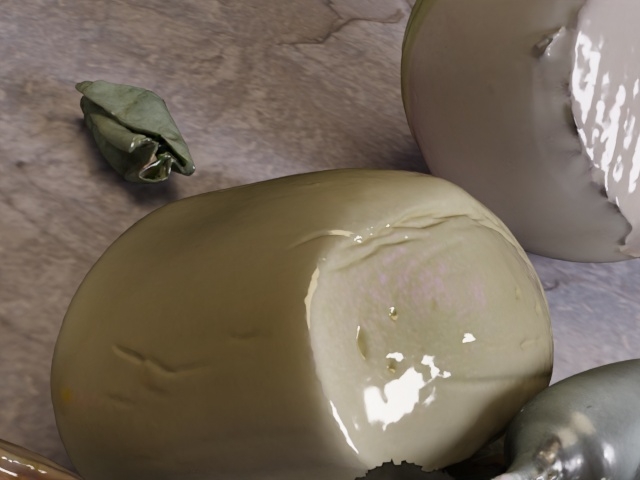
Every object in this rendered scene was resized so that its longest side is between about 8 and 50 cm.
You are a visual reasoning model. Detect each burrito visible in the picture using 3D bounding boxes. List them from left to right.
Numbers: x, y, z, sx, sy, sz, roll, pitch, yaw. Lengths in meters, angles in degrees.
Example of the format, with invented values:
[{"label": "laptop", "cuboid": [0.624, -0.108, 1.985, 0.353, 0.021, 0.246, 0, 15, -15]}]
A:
[{"label": "burrito", "cuboid": [-0.133, -0.074, 0.948, 0.074, 0.044, 0.118, 10, 29, -27]}]

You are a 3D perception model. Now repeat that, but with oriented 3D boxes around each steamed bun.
[{"label": "steamed bun", "cuboid": [0.002, 0.041, 0.672, 0.200, 0.154, 0.250, -11, 4, 34]}, {"label": "steamed bun", "cuboid": [0.191, -0.132, 1.047, 0.309, 0.309, 0.309, 17, 30, -10]}]

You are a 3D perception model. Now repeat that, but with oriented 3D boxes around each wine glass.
[{"label": "wine glass", "cuboid": [0.106, 0.100, 0.594, 0.074, 0.074, 0.262, 38, 26, 25]}]

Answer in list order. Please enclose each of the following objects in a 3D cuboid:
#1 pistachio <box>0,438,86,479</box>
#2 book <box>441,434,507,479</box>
[{"label": "pistachio", "cuboid": [-0.162, 0.128, 0.503, 0.215, 0.144, 0.144, 15, 30, -29]}, {"label": "book", "cuboid": [0.141, 0.132, 0.653, 0.310, 0.021, 0.217, 4, 11, 40]}]
